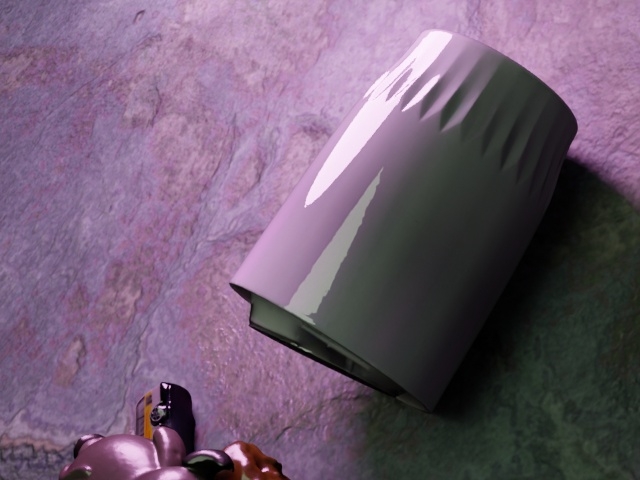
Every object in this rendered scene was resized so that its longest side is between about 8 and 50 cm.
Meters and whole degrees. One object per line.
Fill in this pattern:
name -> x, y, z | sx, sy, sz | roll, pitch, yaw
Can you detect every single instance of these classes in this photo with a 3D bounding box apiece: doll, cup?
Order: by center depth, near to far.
doll -> -0.181, 0.274, 1.598 | 0.257, 0.117, 0.182 | 14, 74, 46
cup -> 0.097, -0.017, 1.689 | 0.253, 0.253, 0.371 | 26, 79, 46

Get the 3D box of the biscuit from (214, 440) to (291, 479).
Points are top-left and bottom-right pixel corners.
biscuit -> -0.098, 0.454, 1.613 | 0.395, 0.166, 0.342 | -48, 42, 4

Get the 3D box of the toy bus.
toy bus -> -0.186, 0.257, 1.891 | 0.072, 0.057, 0.172 | -32, 47, 33
